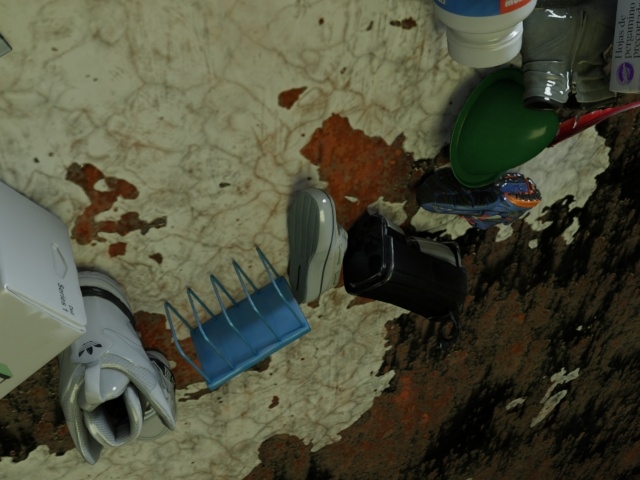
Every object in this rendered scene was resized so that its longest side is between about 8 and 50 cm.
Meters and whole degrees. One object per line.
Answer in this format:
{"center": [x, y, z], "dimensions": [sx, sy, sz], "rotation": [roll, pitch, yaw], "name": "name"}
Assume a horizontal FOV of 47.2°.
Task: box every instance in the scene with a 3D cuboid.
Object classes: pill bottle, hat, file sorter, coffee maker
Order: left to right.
{"center": [-0.125, 0.108, 1.061], "dimensions": [0.170, 0.118, 0.104], "rotation": [-32, 133, 1], "name": "file sorter"}
{"center": [0.134, 0.058, 1.115], "dimensions": [0.178, 0.171, 0.120], "rotation": [17, 126, -37], "name": "coffee maker"}
{"center": [0.188, -0.317, 0.838], "dimensions": [0.124, 0.124, 0.221], "rotation": [-23, 136, -8], "name": "pill bottle"}
{"center": [0.307, -0.137, 0.998], "dimensions": [0.173, 0.183, 0.208], "rotation": [8, 110, -43], "name": "hat"}

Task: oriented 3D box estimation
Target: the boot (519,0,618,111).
{"center": [0.361, -0.249, 0.963], "dimensions": [0.246, 0.161, 0.083], "rotation": [-10, 175, -13], "name": "boot"}

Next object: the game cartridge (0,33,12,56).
{"center": [-0.354, -0.207, 0.723], "dimensions": [0.056, 0.017, 0.083], "rotation": [-29, 137, 3], "name": "game cartridge"}

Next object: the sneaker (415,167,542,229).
{"center": [0.243, -0.054, 1.143], "dimensions": [0.221, 0.083, 0.087], "rotation": [3, 136, -26], "name": "sneaker"}

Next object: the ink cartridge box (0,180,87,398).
{"center": [-0.417, 0.091, 0.823], "dimensions": [0.278, 0.201, 0.117], "rotation": [-37, 136, 6], "name": "ink cartridge box"}

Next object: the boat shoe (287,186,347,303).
{"center": [0.000, 0.000, 1.069], "dimensions": [0.076, 0.083, 0.226], "rotation": [-22, 149, -25], "name": "boat shoe"}

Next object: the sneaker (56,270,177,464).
{"center": [-0.274, 0.228, 1.019], "dimensions": [0.137, 0.210, 0.366], "rotation": [-21, 136, -10], "name": "sneaker"}

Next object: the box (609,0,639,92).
{"center": [0.406, -0.342, 0.879], "dimensions": [0.067, 0.063, 0.324], "rotation": [-5, 103, -23], "name": "box"}
